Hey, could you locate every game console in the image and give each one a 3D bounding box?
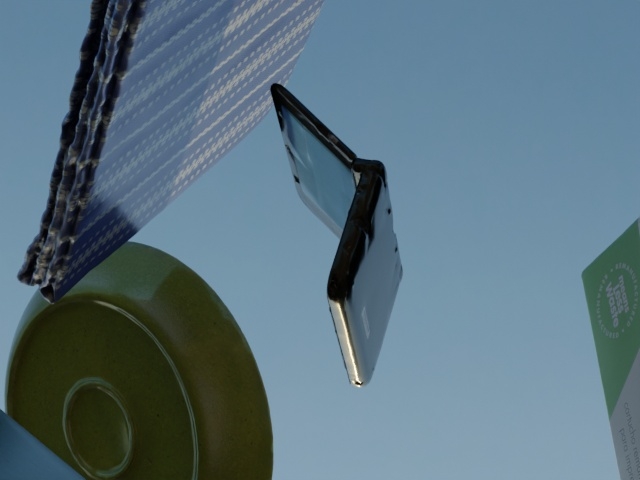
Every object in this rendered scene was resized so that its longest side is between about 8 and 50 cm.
[{"bbox_3d":[0.000,0.000,0.861,0.071,0.107,0.122,12,-25,14],"label":"game console"}]

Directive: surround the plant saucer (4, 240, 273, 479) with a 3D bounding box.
[{"bbox_3d":[-0.133,0.121,1.123,0.037,0.241,0.241,-11,-39,-51],"label":"plant saucer"}]

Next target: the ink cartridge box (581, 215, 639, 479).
[{"bbox_3d":[0.292,0.022,0.917,0.119,0.207,0.353,9,-35,-23],"label":"ink cartridge box"}]

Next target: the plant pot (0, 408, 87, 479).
[{"bbox_3d":[-0.187,0.054,0.366,0.165,0.234,0.166,-52,-26,-1],"label":"plant pot"}]

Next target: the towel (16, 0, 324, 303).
[{"bbox_3d":[-0.061,-0.126,0.951,0.040,0.243,0.336,39,-37,10],"label":"towel"}]
